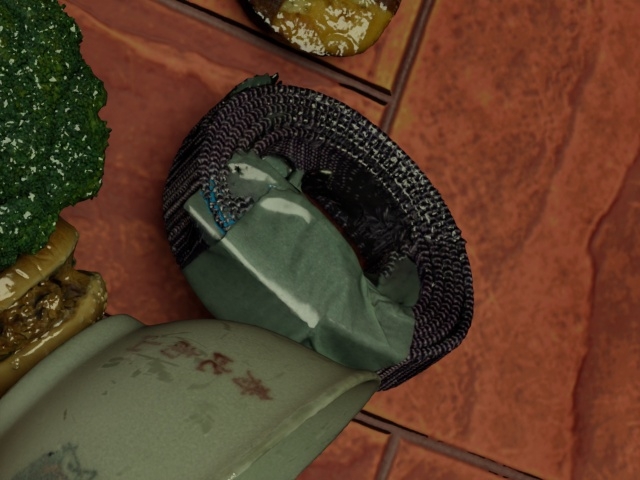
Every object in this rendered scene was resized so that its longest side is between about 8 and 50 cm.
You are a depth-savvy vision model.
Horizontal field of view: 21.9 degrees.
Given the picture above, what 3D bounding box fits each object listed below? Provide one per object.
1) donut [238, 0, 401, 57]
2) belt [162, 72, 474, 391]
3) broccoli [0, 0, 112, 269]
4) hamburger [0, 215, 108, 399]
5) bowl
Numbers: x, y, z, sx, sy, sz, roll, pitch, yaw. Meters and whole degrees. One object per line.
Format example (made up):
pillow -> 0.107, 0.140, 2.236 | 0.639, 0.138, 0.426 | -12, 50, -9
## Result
donut -> -0.011, -0.267, 1.656 | 0.184, 0.073, 0.166 | 28, 77, -17
belt -> 0.000, 0.000, 1.578 | 0.325, 0.122, 0.260 | 45, 46, -6
broccoli -> -0.312, -0.101, 1.399 | 0.261, 0.241, 0.269 | -4, 71, -13
hamburger -> -0.271, 0.066, 1.476 | 0.118, 0.191, 0.182 | 46, 67, -14
bowl -> -0.171, 0.193, 1.421 | 0.435, 0.435, 0.196 | -40, 79, -18
